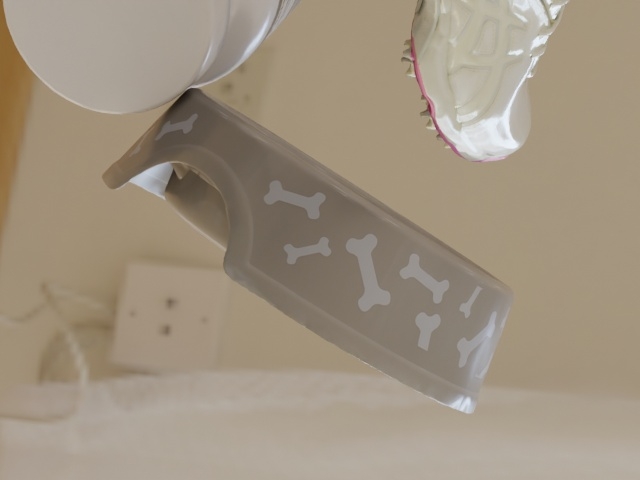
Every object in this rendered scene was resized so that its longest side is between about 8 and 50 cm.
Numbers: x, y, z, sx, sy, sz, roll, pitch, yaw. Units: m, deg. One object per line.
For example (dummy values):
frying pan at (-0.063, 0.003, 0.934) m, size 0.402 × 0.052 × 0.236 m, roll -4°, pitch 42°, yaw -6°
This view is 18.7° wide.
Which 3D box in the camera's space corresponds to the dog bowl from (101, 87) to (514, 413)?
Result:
dog bowl at (0.000, 0.000, 1.534) m, size 0.102 × 0.349 × 0.349 m, roll -57°, pitch 154°, yaw 2°

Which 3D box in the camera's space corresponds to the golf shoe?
golf shoe at (0.114, -0.157, 1.176) m, size 0.306 × 0.140 × 0.115 m, roll 70°, pitch 22°, yaw -50°

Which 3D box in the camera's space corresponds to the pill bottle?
pill bottle at (-0.114, -0.247, 1.616) m, size 0.363 × 0.210 × 0.210 m, roll -56°, pitch 143°, yaw -62°
